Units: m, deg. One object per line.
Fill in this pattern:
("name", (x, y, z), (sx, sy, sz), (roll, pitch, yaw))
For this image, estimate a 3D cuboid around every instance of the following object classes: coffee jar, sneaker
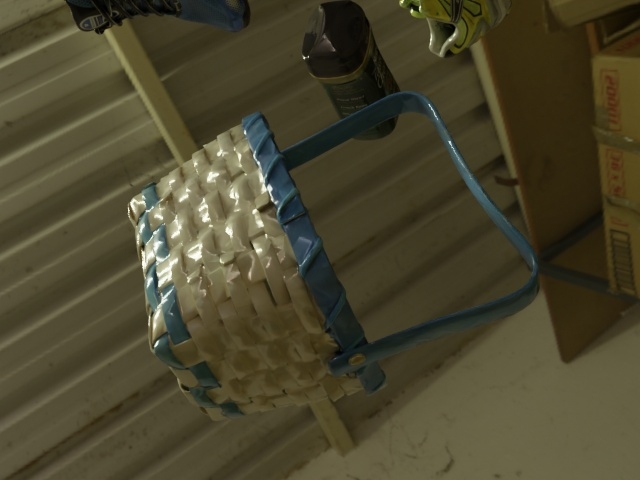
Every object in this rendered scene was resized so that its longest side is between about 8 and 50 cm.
("coffee jar", (0.042, -0.211, 0.845), (0.184, 0.079, 0.096), (46, -130, -58))
("sneaker", (0.189, -0.438, 1.058), (0.147, 0.145, 0.384), (-50, -42, -1))
("sneaker", (-0.251, -0.322, 0.869), (0.330, 0.130, 0.147), (16, -108, 4))

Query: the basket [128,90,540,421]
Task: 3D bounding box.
("basket", (0.000, 0.000, 0.563), (0.289, 0.255, 0.201), (-25, -43, 5))
